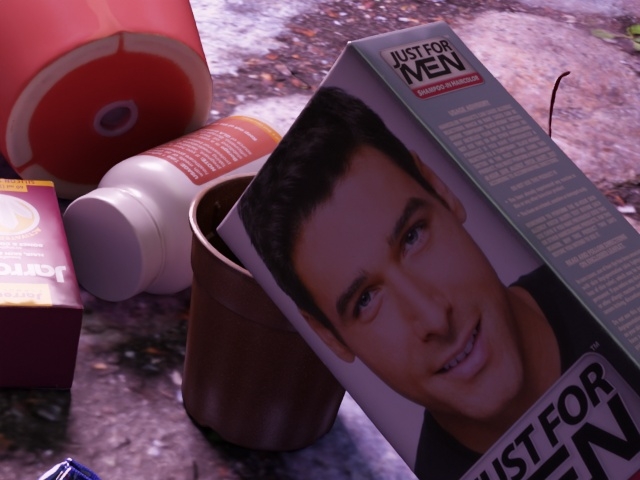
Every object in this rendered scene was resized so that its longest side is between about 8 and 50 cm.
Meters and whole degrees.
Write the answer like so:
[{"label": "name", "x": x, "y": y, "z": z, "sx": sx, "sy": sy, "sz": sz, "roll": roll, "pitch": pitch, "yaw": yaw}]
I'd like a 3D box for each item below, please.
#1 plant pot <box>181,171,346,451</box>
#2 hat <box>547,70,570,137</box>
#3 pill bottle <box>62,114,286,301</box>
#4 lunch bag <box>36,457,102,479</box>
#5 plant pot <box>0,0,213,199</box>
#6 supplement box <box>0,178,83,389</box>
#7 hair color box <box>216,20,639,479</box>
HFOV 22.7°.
[{"label": "plant pot", "x": -0.033, "y": 0.059, "z": 1.213, "sx": 0.167, "sy": 0.165, "sz": 0.167, "roll": 11, "pitch": 31, "yaw": -7}, {"label": "hat", "x": 0.188, "y": -0.020, "z": 1.419, "sx": 0.173, "sy": 0.183, "sz": 0.208, "roll": -6, "pitch": 35, "yaw": -30}, {"label": "pill bottle", "x": -0.116, "y": -0.026, "z": 1.364, "sx": 0.121, "sy": 0.121, "sz": 0.216, "roll": 29, "pitch": 33, "yaw": 25}, {"label": "lunch bag", "x": -0.089, "y": 0.267, "z": 0.784, "sx": 0.138, "sy": 0.221, "sz": 0.293, "roll": -18, "pitch": 43, "yaw": -43}, {"label": "plant pot", "x": -0.231, "y": -0.187, "z": 1.472, "sx": 0.275, "sy": 0.275, "sz": 0.243, "roll": -6, "pitch": 46, "yaw": -30}, {"label": "supplement box", "x": -0.253, "y": 0.030, "z": 1.252, "sx": 0.104, "sy": 0.081, "sz": 0.188, "roll": 2, "pitch": 32, "yaw": -20}, {"label": "hair color box", "x": 0.119, "y": 0.061, "z": 1.004, "sx": 0.113, "sy": 0.185, "sz": 0.374, "roll": -20, "pitch": 64, "yaw": -49}]
